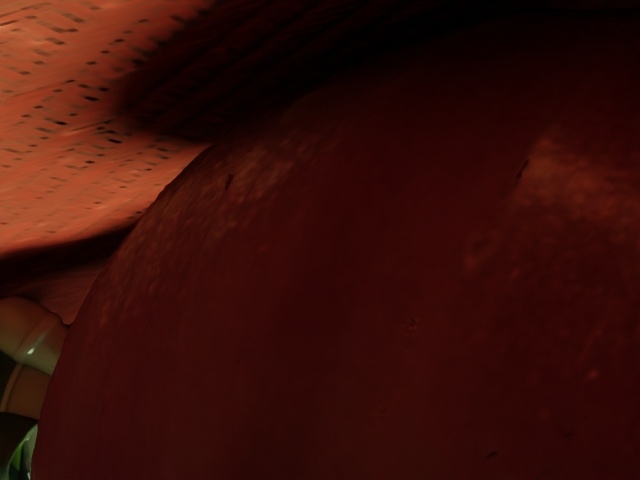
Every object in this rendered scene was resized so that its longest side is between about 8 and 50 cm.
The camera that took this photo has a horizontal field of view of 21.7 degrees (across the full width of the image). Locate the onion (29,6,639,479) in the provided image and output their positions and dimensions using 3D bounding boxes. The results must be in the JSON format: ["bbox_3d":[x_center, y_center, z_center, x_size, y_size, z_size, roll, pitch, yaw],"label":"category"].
[{"bbox_3d":[0.072,0.115,0.436,0.358,0.358,0.345,-19,179,40],"label":"onion"}]

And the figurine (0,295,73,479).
[{"bbox_3d":[-0.066,0.075,0.666,0.192,0.147,0.126,9,-154,26],"label":"figurine"}]
